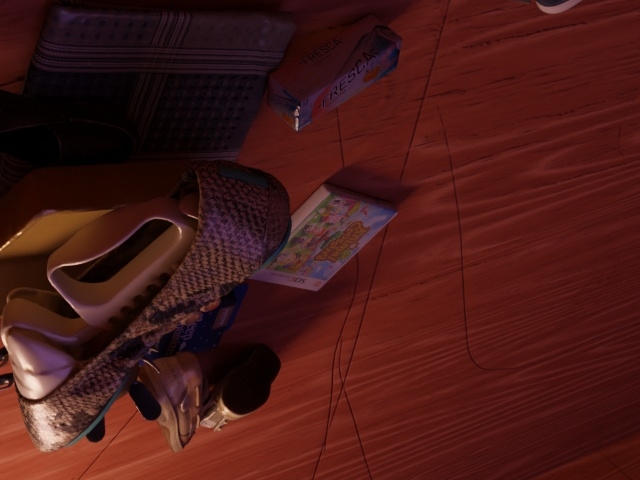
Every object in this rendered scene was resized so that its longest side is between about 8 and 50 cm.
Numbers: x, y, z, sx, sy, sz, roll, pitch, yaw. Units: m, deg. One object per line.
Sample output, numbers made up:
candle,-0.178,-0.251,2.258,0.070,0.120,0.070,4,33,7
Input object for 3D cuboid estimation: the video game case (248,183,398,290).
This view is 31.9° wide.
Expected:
video game case,0.000,0.000,1.826,0.212,0.023,0.193,-45,148,23

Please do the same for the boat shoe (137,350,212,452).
boat shoe,-0.233,0.272,1.896,0.110,0.121,0.341,-28,164,-12

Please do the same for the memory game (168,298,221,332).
memory game,-0.214,0.088,1.700,0.186,0.012,0.186,-24,152,-14

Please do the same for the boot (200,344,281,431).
boot,-0.164,0.287,1.992,0.165,0.077,0.213,-42,-175,26

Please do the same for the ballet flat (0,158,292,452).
ballet flat,-0.243,0.066,1.257,0.483,0.164,0.182,-41,139,26

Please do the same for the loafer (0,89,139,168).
loafer,-0.299,-0.109,1.254,0.220,0.078,0.080,4,133,-39

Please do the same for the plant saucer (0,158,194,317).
plant saucer,-0.298,-0.007,1.358,0.333,0.081,0.333,-33,164,37

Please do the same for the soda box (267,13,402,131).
soda box,0.018,-0.215,1.431,0.183,0.063,0.058,-36,155,-26

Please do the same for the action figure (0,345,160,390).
action figure,-0.377,0.160,1.621,0.276,0.141,0.164,-9,143,-12

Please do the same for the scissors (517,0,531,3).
scissors,0.182,-0.340,1.484,0.109,0.021,0.297,-44,149,17

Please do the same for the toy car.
toy car,-0.282,0.161,1.469,0.155,0.188,0.149,-22,168,-2

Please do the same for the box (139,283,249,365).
box,-0.224,0.140,1.828,0.225,0.036,0.136,-12,145,-32

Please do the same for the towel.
towel,-0.216,-0.166,1.371,0.324,0.056,0.312,-4,138,-35

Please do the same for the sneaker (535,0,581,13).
sneaker,0.360,-0.405,1.472,0.226,0.086,0.163,-38,152,15
